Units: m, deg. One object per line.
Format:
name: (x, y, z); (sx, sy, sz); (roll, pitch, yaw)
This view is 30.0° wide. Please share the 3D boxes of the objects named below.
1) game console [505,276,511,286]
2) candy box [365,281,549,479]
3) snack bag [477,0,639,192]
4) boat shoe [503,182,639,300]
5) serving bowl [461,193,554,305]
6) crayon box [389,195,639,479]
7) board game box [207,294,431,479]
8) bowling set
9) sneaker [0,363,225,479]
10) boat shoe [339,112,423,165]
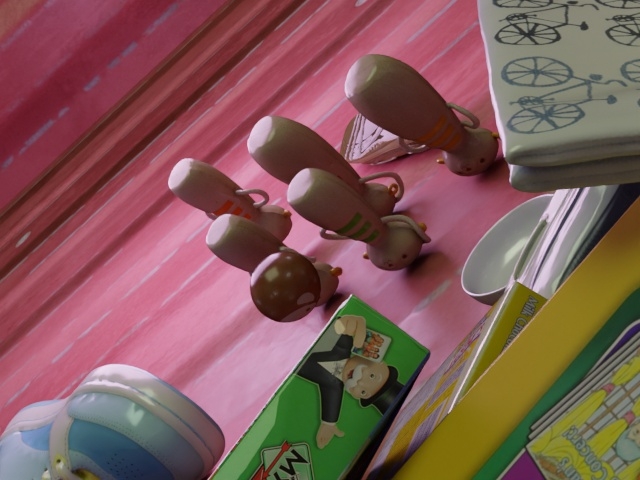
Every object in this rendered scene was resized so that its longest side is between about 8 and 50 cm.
game console: (0.192, 0.065, 0.613); (0.213, 0.044, 0.361); (-35, 23, 26)
candy box: (0.061, 0.108, 0.659); (0.105, 0.027, 0.206); (-56, -4, -29)
snack bag: (0.247, -0.111, 0.572); (0.343, 0.037, 0.323); (-4, 27, 8)
boat shoe: (0.171, -0.039, 0.664); (0.226, 0.083, 0.076); (-51, 23, -12)
serving bowl: (0.127, 0.011, 0.734); (0.083, 0.027, 0.083); (-40, 20, 18)
crayon box: (0.145, 0.162, 0.363); (0.313, 0.106, 0.363); (-49, 29, -1)
board game box: (-0.042, 0.169, 0.609); (0.213, 0.046, 0.317); (-51, -10, -19)
bowling set: (0.000, 0.000, 0.979); (0.287, 0.154, 0.199); (-22, 49, 41)
sneaker: (-0.205, 0.219, 0.923); (0.319, 0.127, 0.208); (-30, 22, 54)
boat shoe: (0.069, -0.099, 1.129); (0.153, 0.048, 0.056); (-19, 55, 59)
